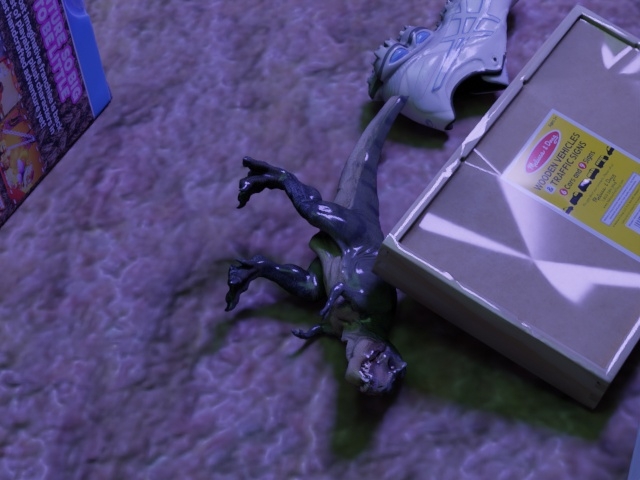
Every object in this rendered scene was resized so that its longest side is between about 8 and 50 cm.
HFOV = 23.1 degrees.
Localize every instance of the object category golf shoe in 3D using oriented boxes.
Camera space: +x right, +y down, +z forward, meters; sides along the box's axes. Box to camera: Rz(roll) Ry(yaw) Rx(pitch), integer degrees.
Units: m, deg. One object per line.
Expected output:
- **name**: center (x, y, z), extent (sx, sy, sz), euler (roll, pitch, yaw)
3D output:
- **golf shoe**: center (0.117, -0.146, 1.182), extent (0.086, 0.069, 0.176), euler (40, 67, 16)

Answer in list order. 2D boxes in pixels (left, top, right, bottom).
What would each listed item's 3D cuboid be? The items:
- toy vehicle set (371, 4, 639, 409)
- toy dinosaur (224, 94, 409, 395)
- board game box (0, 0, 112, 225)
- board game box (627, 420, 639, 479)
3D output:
- **toy vehicle set**: center (0.175, -0.032, 1.041), extent (0.166, 0.035, 0.267), euler (33, 57, 12)
- **toy dinosaur**: center (0.000, 0.000, 1.049), extent (0.118, 0.064, 0.268), euler (7, 51, -6)
- **board game box**: center (-0.300, -0.110, 1.081), extent (0.141, 0.232, 0.291), euler (18, 52, 23)
- **board game box**: center (0.376, 0.062, 0.806), extent (0.390, 0.050, 0.390), euler (12, 87, 18)
